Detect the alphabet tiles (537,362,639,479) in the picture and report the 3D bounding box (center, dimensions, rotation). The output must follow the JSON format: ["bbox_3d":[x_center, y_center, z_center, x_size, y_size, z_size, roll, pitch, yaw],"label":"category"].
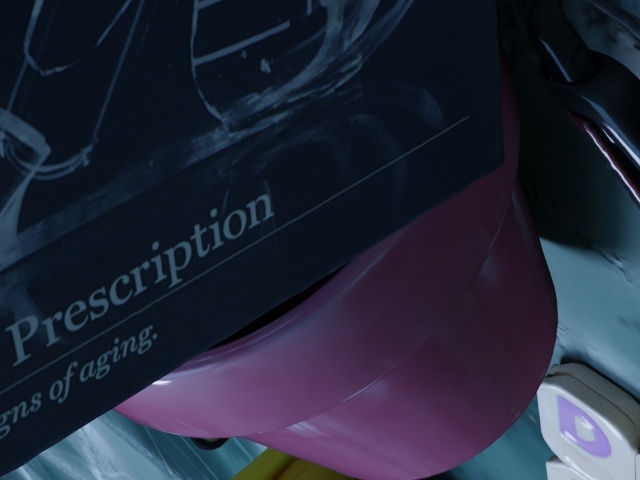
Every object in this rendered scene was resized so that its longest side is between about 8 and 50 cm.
[{"bbox_3d":[0.209,0.164,0.870,0.284,0.021,0.278,35,156,30],"label":"alphabet tiles"}]

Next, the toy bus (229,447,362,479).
[{"bbox_3d":[0.054,0.223,1.131,0.211,0.149,0.220,-11,118,51],"label":"toy bus"}]

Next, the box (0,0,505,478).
[{"bbox_3d":[-0.135,-0.105,0.508,0.179,0.343,0.312,28,138,40],"label":"box"}]

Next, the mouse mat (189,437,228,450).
[{"bbox_3d":[-0.049,-0.025,0.851,0.007,0.152,0.190,2,132,44],"label":"mouse mat"}]

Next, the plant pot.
[{"bbox_3d":[0.000,0.000,0.769,0.201,0.201,0.180,29,169,39],"label":"plant pot"}]

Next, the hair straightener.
[{"bbox_3d":[0.146,-0.010,0.662,0.230,0.047,0.089,56,158,-11],"label":"hair straightener"}]
